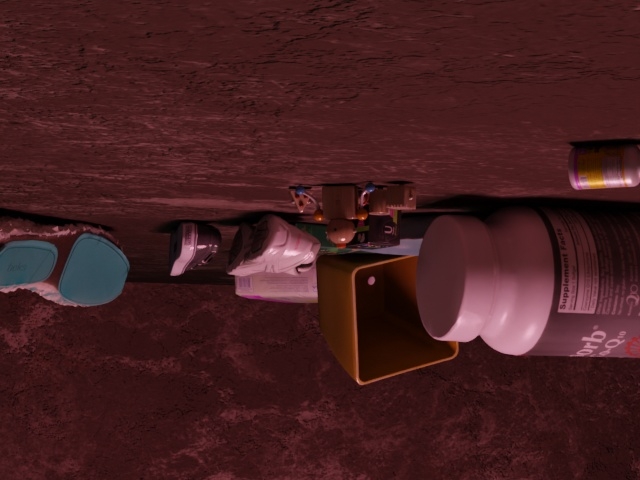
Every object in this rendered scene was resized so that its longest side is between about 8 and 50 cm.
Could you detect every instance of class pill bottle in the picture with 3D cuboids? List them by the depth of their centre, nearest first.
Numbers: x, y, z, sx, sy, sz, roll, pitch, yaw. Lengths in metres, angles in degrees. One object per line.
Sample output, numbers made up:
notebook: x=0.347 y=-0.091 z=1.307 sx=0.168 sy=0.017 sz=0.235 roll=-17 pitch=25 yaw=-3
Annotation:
pill bottle: x=0.291 y=-0.074 z=1.318 sx=0.083 sy=0.043 sz=0.043 roll=-2 pitch=174 yaw=25
pill bottle: x=0.331 y=0.057 z=1.844 sx=0.363 sy=0.210 sz=0.210 roll=3 pitch=174 yaw=-18

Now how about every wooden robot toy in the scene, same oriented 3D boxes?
wooden robot toy: x=0.038 y=-0.029 z=1.657 sx=0.173 sy=0.079 sz=0.076 roll=-1 pitch=174 yaw=21

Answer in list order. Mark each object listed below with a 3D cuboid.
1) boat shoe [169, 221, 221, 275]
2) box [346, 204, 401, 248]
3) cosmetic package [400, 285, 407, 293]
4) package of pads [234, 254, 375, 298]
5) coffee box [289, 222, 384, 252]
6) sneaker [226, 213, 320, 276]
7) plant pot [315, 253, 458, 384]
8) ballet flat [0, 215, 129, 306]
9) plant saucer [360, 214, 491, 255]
boat shoe: x=-0.205 y=0.011 z=2.186 sx=0.076 sy=0.080 sz=0.228 roll=3 pitch=167 yaw=-13
box: x=0.069 y=-0.021 z=1.823 sx=0.052 sy=0.062 sz=0.083 roll=4 pitch=173 yaw=-25
cosmetic package: x=0.279 y=0.057 z=2.446 sx=0.238 sy=0.107 sz=0.127 roll=2 pitch=173 yaw=20
package of pads: x=-0.012 y=0.077 z=2.697 sx=0.229 sy=0.101 sz=0.296 roll=-1 pitch=175 yaw=23
coffee box: x=0.000 y=0.000 z=2.179 sx=0.184 sy=0.040 sz=0.113 roll=5 pitch=174 yaw=-38
sneaker: x=-0.071 y=0.024 z=2.056 sx=0.115 sy=0.090 sz=0.232 roll=20 pitch=170 yaw=-19
plant pot: x=0.101 y=0.103 z=2.331 sx=0.212 sy=0.212 sz=0.187 roll=-13 pitch=-159 yaw=-28
ballet flat: x=-0.451 y=0.014 z=2.108 sx=0.147 sy=0.146 sz=0.409 roll=-1 pitch=171 yaw=21
plant saucer: x=0.212 y=-0.007 z=2.073 sx=0.318 sy=0.043 sz=0.317 roll=1 pitch=175 yaw=0
